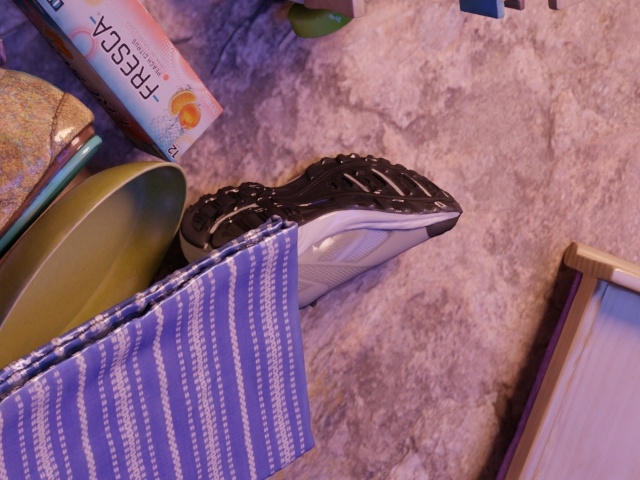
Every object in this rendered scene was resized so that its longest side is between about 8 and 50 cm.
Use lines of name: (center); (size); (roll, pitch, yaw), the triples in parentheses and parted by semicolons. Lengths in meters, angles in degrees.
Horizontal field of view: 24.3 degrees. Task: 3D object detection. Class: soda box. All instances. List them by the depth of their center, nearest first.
soda box: (-0.153, -0.142, 1.106); (0.063, 0.058, 0.183); (-48, 127, -14)

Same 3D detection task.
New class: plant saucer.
plant saucer: (-0.185, 0.034, 1.085); (0.241, 0.037, 0.241); (-52, 168, -16)

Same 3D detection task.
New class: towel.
towel: (-0.130, 0.150, 1.106); (0.336, 0.040, 0.243); (-31, 132, -34)

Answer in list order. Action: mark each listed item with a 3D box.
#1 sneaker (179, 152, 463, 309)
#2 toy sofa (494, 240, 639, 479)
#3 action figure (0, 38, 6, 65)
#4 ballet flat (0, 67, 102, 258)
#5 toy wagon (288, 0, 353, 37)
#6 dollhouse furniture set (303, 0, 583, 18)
sneaker: (0.000, 0.000, 1.259); (0.271, 0.100, 0.108); (-14, 128, -30)
toy sofa: (0.260, 0.195, 1.501); (0.150, 0.177, 0.363); (20, 93, -15)
action figure: (-0.346, -0.123, 0.942); (0.285, 0.099, 0.185); (-22, 123, -27)
ballet flat: (-0.292, 0.026, 1.032); (0.123, 0.123, 0.348); (43, 76, -38)
toy wagon: (0.029, -0.337, 1.174); (0.344, 0.068, 0.267); (-38, 125, -22)
dollhouse furniture set: (0.084, -0.236, 1.085); (0.129, 0.183, 0.129); (-23, 118, -30)
